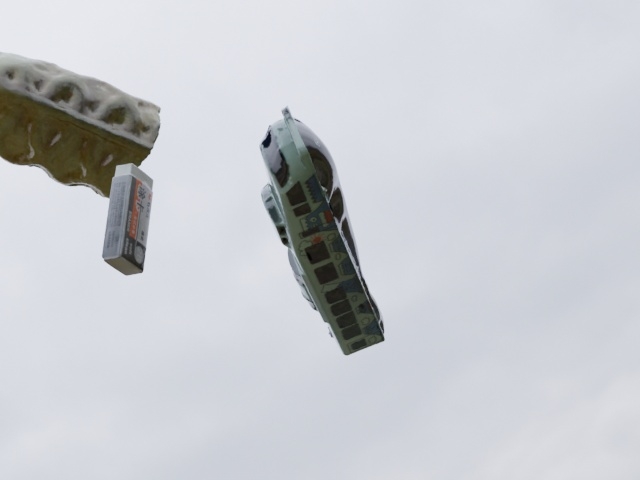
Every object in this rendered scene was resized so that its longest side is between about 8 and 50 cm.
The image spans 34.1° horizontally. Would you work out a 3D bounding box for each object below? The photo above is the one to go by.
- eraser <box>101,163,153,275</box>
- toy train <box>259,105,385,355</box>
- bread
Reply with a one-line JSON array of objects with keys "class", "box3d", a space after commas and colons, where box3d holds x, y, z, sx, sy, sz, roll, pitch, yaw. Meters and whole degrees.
[{"class": "eraser", "box3d": [-0.222, -0.025, 1.213, 0.029, 0.122, 0.052, -7, -25, 21]}, {"class": "toy train", "box3d": [0.000, 0.000, 0.626, 0.047, 0.043, 0.207, -22, -37, -1]}, {"class": "bread", "box3d": [-0.362, -0.162, 1.415, 0.268, 0.152, 0.130, 21, -25, -17]}]
